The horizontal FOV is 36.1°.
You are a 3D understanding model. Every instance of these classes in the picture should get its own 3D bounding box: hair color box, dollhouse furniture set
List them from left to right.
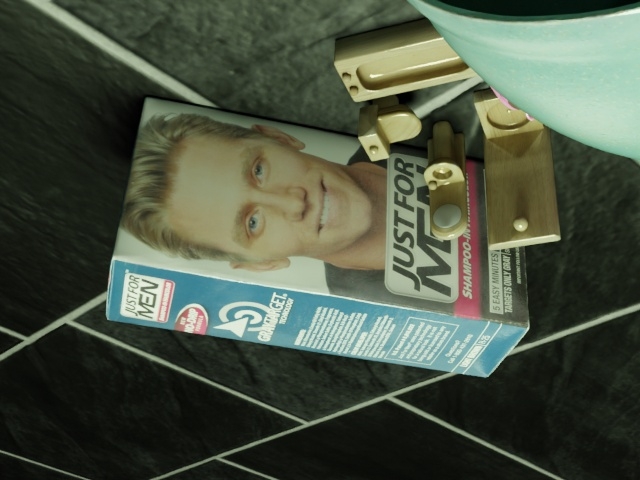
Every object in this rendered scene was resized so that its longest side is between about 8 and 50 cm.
[{"bbox_3d":[0.000,0.000,0.865,0.347,0.173,0.105,9,146,-9],"label":"hair color box"},{"bbox_3d":[0.101,-0.079,0.779,0.144,0.123,0.151,-10,145,19],"label":"dollhouse furniture set"}]

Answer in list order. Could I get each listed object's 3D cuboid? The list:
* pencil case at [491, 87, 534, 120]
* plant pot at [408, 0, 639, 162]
[{"bbox_3d":[0.214,-0.160,0.679,0.209,0.095,0.098,-19,110,31],"label":"pencil case"},{"bbox_3d":[0.197,-0.152,0.493,0.293,0.293,0.196,-15,139,27],"label":"plant pot"}]
